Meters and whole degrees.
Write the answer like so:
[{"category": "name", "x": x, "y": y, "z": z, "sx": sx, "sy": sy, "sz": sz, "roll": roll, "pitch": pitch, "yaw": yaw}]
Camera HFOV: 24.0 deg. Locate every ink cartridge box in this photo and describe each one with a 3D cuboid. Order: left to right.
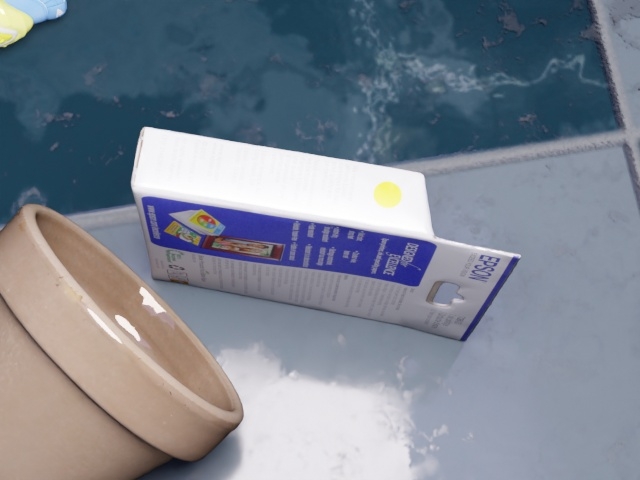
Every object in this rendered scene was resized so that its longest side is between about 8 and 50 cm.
[{"category": "ink cartridge box", "x": 0.000, "y": 0.000, "z": 1.298, "sx": 0.307, "sy": 0.303, "sz": 0.072, "roll": 8, "pitch": 74, "yaw": -1}]

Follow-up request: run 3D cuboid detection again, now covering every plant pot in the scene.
[{"category": "plant pot", "x": -0.236, "y": 0.135, "z": 1.293, "sx": 0.229, "sy": 0.263, "sz": 0.263, "roll": -43, "pitch": 79, "yaw": 3}]

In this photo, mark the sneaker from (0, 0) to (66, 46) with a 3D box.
[{"category": "sneaker", "x": -0.327, "y": -0.300, "z": 1.498, "sx": 0.126, "sy": 0.091, "sz": 0.240, "roll": -17, "pitch": 73, "yaw": -27}]
